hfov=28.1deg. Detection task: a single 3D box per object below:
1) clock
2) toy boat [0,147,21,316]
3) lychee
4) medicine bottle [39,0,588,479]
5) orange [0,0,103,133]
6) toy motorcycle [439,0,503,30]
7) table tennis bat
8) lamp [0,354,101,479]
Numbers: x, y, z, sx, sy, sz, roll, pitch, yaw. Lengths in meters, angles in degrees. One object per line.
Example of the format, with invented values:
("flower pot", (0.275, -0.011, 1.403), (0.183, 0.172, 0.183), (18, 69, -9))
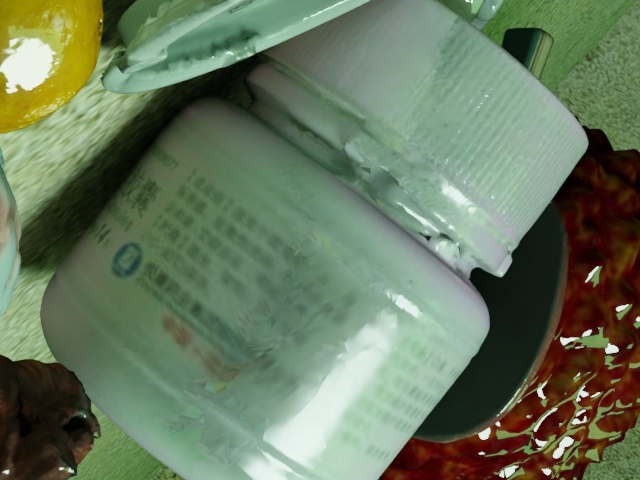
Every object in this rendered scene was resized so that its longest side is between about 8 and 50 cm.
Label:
("clock", (-0.002, -0.137, 0.592), (0.236, 0.053, 0.236), (-26, -178, 1))
("toy boat", (-0.161, 0.006, 0.390), (0.134, 0.079, 0.208), (-6, 165, -6))
("lychee", (0.113, 0.074, 1.248), (0.499, 0.425, 0.424), (-22, 179, 17))
("medicine bottle", (0.000, 0.000, 0.805), (0.302, 0.241, 0.241), (-52, 173, 1))
("orange", (-0.107, -0.076, 0.404), (0.070, 0.083, 0.083), (-24, 164, -29))
("toy motorcycle", (0.067, -0.147, 0.975), (0.112, 0.112, 0.254), (-38, 170, -34))
("table tennis bat", (0.105, -0.008, 0.895), (0.022, 0.173, 0.301), (26, 77, -45))
("lamp", (-0.232, 0.146, 0.679), (0.151, 0.223, 0.215), (-38, 141, -82))
